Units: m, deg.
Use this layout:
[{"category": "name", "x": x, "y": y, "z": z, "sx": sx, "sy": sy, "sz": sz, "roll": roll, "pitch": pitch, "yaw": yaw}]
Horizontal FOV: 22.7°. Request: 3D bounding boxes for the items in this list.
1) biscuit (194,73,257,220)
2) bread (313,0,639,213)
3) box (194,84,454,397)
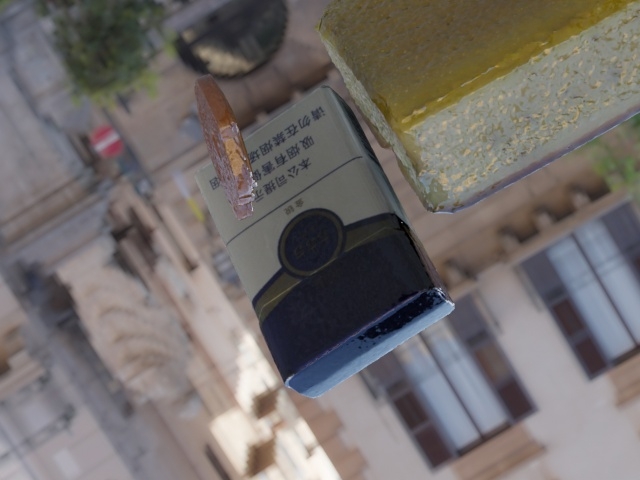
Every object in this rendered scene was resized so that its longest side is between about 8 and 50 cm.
[{"category": "biscuit", "x": -0.071, "y": -0.072, "z": 1.215, "sx": 0.019, "sy": 0.102, "sz": 0.130, "roll": -21, "pitch": 161, "yaw": -8}, {"category": "bread", "x": 0.188, "y": -0.208, "z": 1.603, "sx": 0.333, "sy": 0.143, "sz": 0.323, "roll": -30, "pitch": -147, "yaw": 2}, {"category": "box", "x": 0.000, "y": 0.000, "z": 1.490, "sx": 0.168, "sy": 0.259, "sz": 0.071, "roll": -34, "pitch": 145, "yaw": 11}]
